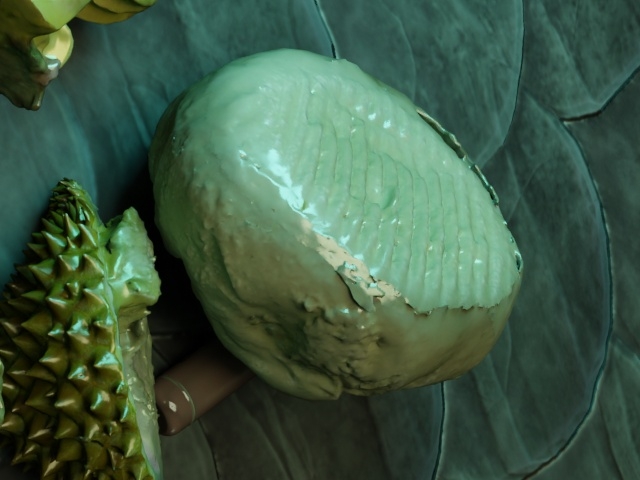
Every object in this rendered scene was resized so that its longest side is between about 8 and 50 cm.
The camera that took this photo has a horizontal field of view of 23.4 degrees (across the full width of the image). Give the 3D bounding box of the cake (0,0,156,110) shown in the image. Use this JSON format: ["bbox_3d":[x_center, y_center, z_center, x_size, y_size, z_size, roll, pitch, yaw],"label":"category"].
[{"bbox_3d":[-0.243,-0.262,1.209,0.227,0.222,0.286,-50,117,-31],"label":"cake"}]

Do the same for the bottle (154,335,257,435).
[{"bbox_3d":[-0.101,0.122,1.394,0.140,0.053,0.053,-35,107,-38],"label":"bottle"}]

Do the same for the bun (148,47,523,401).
[{"bbox_3d":[0.000,0.000,1.363,0.359,0.211,0.360,33,32,-23],"label":"bun"}]

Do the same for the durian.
[{"bbox_3d":[-0.186,0.085,1.262,0.166,0.172,0.306,-3,73,-44],"label":"durian"}]

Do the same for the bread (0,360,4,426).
[{"bbox_3d":[-0.358,0.097,1.060,0.238,0.252,0.196,-34,111,-33],"label":"bread"}]
